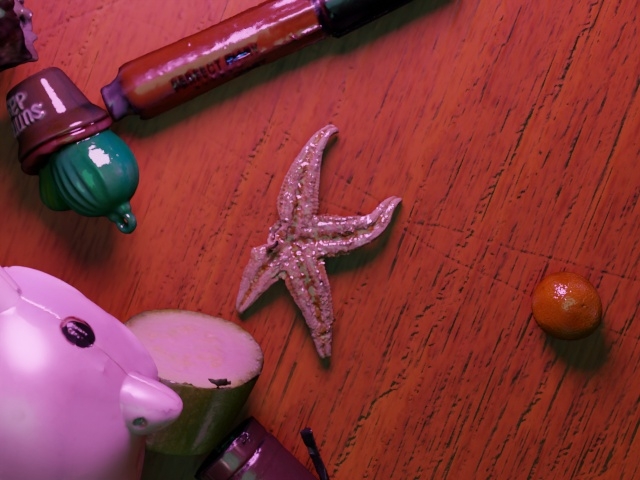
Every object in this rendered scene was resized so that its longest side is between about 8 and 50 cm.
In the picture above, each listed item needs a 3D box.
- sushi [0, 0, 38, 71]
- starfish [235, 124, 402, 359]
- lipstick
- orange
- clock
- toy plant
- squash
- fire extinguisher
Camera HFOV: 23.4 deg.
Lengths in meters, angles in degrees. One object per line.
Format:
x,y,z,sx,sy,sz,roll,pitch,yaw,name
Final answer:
-0.461,-0.270,1.573,0.294,0.299,0.281,-21,125,2,sushi
0.002,0.001,1.750,0.138,0.050,0.247,25,97,-8,starfish
-0.046,-0.235,1.707,0.418,0.077,0.077,-25,97,0,lipstick
0.282,0.076,1.761,0.085,0.085,0.085,0,96,-4,orange
-0.337,0.211,1.569,0.368,0.250,0.376,37,128,-6,clock
-0.270,-0.086,1.687,0.143,0.105,0.200,-29,89,43,toy plant
-0.154,0.160,1.706,0.170,0.170,0.122,13,108,-5,squash
0.021,0.340,1.758,0.341,0.105,0.141,44,93,-4,fire extinguisher
